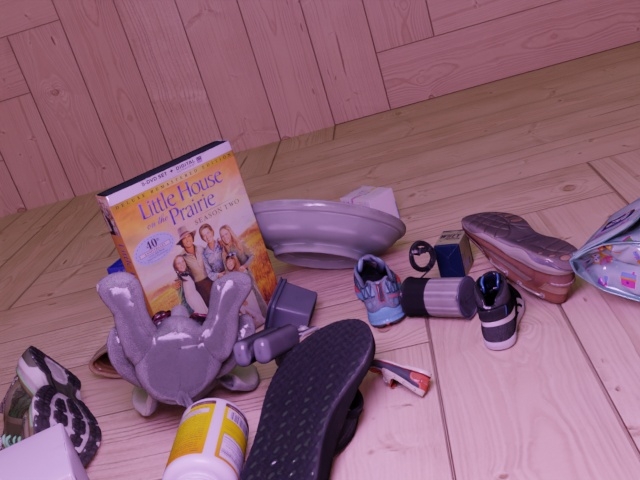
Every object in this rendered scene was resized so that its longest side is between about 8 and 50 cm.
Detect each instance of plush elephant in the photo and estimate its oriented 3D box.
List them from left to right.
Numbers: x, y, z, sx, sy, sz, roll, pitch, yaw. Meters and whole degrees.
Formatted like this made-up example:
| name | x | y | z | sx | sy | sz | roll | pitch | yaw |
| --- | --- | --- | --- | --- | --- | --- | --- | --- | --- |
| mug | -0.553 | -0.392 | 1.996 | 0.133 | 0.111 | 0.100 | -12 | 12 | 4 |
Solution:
| name | x | y | z | sx | sy | sz | roll | pitch | yaw |
| --- | --- | --- | --- | --- | --- | --- | --- | --- | --- |
| plush elephant | -0.255 | 0.215 | 1.439 | 0.271 | 0.330 | 0.255 | -7 | -4 | -11 |

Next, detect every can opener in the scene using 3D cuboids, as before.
| name | x | y | z | sx | sy | sz | roll | pitch | yaw |
| --- | --- | --- | --- | --- | --- | --- | --- | --- | --- |
| can opener | -0.071 | 0.204 | 1.397 | 0.075 | 0.095 | 0.283 | -11 | 0 | 17 |

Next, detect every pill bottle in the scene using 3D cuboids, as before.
| name | x | y | z | sx | sy | sz | roll | pitch | yaw |
| --- | --- | --- | --- | --- | --- | --- | --- | --- | --- |
| pill bottle | -0.179 | 0.350 | 1.188 | 0.117 | 0.117 | 0.215 | -15 | 20 | 7 |

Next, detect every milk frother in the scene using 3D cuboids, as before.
| name | x | y | z | sx | sy | sz | roll | pitch | yaw |
| --- | --- | --- | --- | --- | --- | --- | --- | --- | --- |
| milk frother | 0.239 | 0.076 | 1.514 | 0.134 | 0.143 | 0.129 | -3 | 17 | 38 |

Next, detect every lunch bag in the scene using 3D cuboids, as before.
| name | x | y | z | sx | sy | sz | roll | pitch | yaw |
| --- | --- | --- | --- | --- | --- | --- | --- | --- | --- |
| lunch bag | 0.602 | 0.011 | 1.347 | 0.262 | 0.160 | 0.223 | 10 | 31 | 38 |

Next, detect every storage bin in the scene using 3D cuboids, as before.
| name | x | y | z | sx | sy | sz | roll | pitch | yaw |
| --- | --- | --- | --- | --- | --- | --- | --- | --- | --- |
| storage bin | -0.063 | 0.154 | 1.652 | 0.091 | 0.098 | 0.135 | 15 | 26 | 5 |

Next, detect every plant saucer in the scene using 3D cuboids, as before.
| name | x | y | z | sx | sy | sz | roll | pitch | yaw |
| --- | --- | --- | --- | --- | --- | --- | --- | --- | --- |
| plant saucer | 0.000 | 0.000 | 1.797 | 0.400 | 0.101 | 0.400 | 4 | -12 | 1 |

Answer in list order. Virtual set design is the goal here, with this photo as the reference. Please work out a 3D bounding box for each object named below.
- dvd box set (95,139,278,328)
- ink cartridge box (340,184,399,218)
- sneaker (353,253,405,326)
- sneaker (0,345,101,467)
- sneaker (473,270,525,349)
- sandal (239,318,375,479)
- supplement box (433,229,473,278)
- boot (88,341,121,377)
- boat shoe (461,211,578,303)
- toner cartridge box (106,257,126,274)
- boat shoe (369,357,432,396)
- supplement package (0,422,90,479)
| name | x | y | z | sx | sy | sz | roll | pitch | yaw |
| --- | --- | --- | --- | --- | --- | --- | --- | --- | --- |
| dvd box set | -0.259 | 0.034 | 1.626 | 0.307 | 0.421 | 0.062 | -30 | 24 | -32 |
| ink cartridge box | 0.130 | -0.091 | 2.100 | 0.090 | 0.092 | 0.143 | -31 | 23 | -30 |
| sneaker | 0.122 | 0.076 | 1.631 | 0.104 | 0.125 | 0.262 | -18 | 21 | -2 |
| sneaker | -0.549 | 0.370 | 1.477 | 0.182 | 0.158 | 0.410 | -51 | 27 | -2 |
| sneaker | 0.332 | 0.097 | 1.417 | 0.079 | 0.121 | 0.217 | -10 | 22 | 18 |
| sandal | -0.018 | 0.305 | 1.229 | 0.167 | 0.107 | 0.446 | -5 | 37 | 27 |
| supplement box | 0.293 | 0.031 | 1.671 | 0.056 | 0.083 | 0.083 | -5 | 23 | 27 |
| boot | -0.375 | 0.216 | 1.715 | 0.261 | 0.095 | 0.203 | -12 | 21 | 18 |
| boat shoe | 0.386 | 0.031 | 1.536 | 0.123 | 0.117 | 0.324 | -11 | 24 | -17 |
| toner cartridge box | -0.420 | 0.060 | 2.178 | 0.347 | 0.075 | 0.165 | -6 | 22 | 26 |
| boat shoe | 0.133 | 0.238 | 1.331 | 0.137 | 0.049 | 0.043 | 7 | 71 | 46 |
| supplement package | -0.480 | 0.437 | 1.120 | 0.292 | 0.175 | 0.177 | -24 | 20 | -16 |
